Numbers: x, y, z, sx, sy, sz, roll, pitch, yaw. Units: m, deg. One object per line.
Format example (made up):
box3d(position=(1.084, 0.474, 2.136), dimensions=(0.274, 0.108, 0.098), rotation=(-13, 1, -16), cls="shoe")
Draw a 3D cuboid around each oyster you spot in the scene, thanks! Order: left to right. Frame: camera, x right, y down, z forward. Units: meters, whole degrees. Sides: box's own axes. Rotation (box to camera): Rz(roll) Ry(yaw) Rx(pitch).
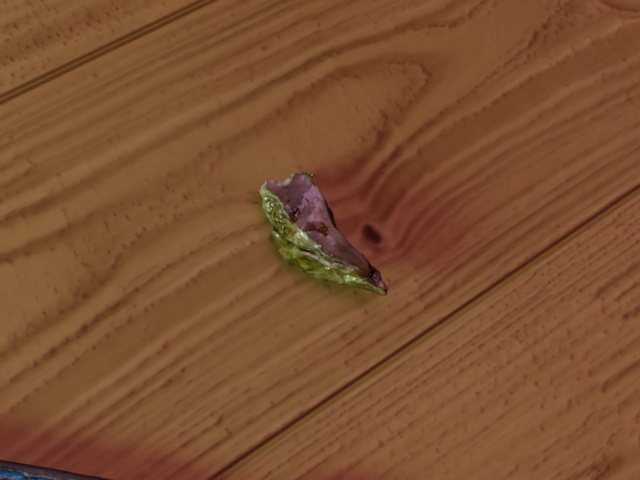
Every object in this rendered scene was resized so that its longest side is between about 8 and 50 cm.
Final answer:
box3d(position=(-0.002, 0.001, 1.042), dimensions=(0.051, 0.034, 0.093), rotation=(-7, 54, -45), cls="oyster")

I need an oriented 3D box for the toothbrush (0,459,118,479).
box3d(position=(-0.128, 0.125, 0.919), dimensions=(0.288, 0.024, 0.026), rotation=(11, 58, -18), cls="toothbrush")
